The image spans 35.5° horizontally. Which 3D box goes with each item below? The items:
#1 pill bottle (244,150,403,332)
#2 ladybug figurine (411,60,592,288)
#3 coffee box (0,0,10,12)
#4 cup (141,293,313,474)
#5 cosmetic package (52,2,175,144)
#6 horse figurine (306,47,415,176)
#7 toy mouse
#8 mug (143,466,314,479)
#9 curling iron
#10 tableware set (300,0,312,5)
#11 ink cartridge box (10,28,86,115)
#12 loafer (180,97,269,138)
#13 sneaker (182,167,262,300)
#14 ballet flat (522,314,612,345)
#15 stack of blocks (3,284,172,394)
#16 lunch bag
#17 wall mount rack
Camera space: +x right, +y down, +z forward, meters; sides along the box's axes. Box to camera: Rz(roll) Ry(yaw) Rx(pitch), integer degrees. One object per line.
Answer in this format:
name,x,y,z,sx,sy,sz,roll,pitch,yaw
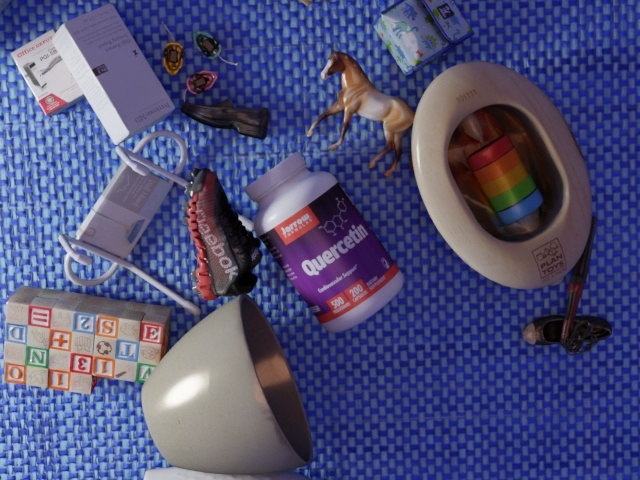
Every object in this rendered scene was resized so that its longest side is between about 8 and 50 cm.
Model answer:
pill bottle,0.000,0.000,1.864,0.181,0.181,0.323,-35,95,4
ladybug figurine,0.325,-0.113,1.845,0.305,0.162,0.449,-27,99,-7
coffee box,-0.755,-0.498,1.738,0.338,0.338,0.334,41,95,-4
cup,-0.184,0.295,1.827,0.237,0.331,0.331,-23,96,5
cosmetic package,-0.384,-0.309,1.860,0.117,0.085,0.231,-36,96,-33
horse figurine,0.099,-0.229,1.897,0.263,0.066,0.174,27,101,-1
toy mouse,-0.226,-0.337,1.904,0.143,0.031,0.160,-1,97,1
mug,-0.153,0.540,1.836,0.328,0.374,0.276,-4,71,-5
curling iron,0.507,0.087,1.922,0.068,0.035,0.273,5,80,17
tableware set,-0.065,-0.538,1.878,0.194,0.039,0.128,36,84,-9
ink cartridge box,-0.507,-0.318,1.896,0.099,0.056,0.135,-29,95,4
loafer,-0.180,-0.242,1.904,0.170,0.062,0.061,14,89,-11
sneaker,-0.173,-0.009,1.825,0.135,0.097,0.276,4,122,14
ballet flat,0.479,0.173,1.944,0.173,0.049,0.057,-6,95,1
stack of blocks,-0.446,0.199,1.920,0.297,0.087,0.171,8,110,0
lunch bag,0.195,-0.401,1.866,0.151,0.096,0.128,-33,93,-10
wall mount rack,-0.312,-0.019,1.901,0.304,0.130,0.350,28,99,-41
